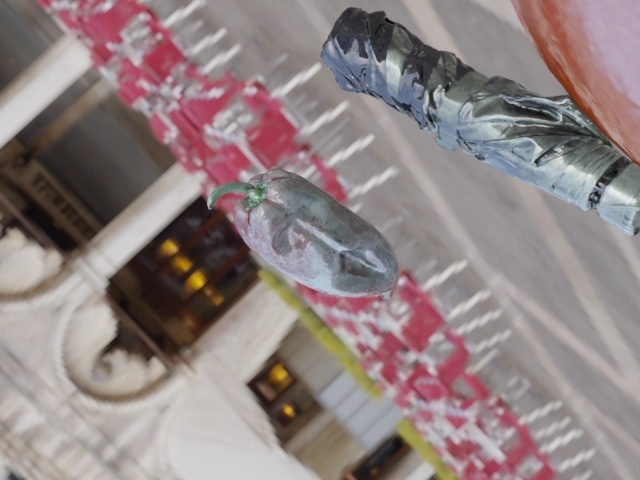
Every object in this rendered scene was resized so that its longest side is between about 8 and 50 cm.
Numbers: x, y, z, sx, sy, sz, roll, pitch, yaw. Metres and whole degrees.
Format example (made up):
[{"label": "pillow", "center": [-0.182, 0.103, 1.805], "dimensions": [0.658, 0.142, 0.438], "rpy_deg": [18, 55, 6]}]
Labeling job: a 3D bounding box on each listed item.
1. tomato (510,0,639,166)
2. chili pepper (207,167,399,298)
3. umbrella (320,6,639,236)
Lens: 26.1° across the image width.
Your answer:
[{"label": "tomato", "center": [0.211, -0.150, 0.494], "dimensions": [0.321, 0.321, 0.321], "rpy_deg": [47, 176, 5]}, {"label": "chili pepper", "center": [0.000, 0.001, 0.782], "dimensions": [0.153, 0.050, 0.041], "rpy_deg": [34, -152, -36]}, {"label": "umbrella", "center": [0.081, -0.062, 0.679], "dimensions": [0.188, 0.046, 0.050], "rpy_deg": [34, 158, 24]}]
